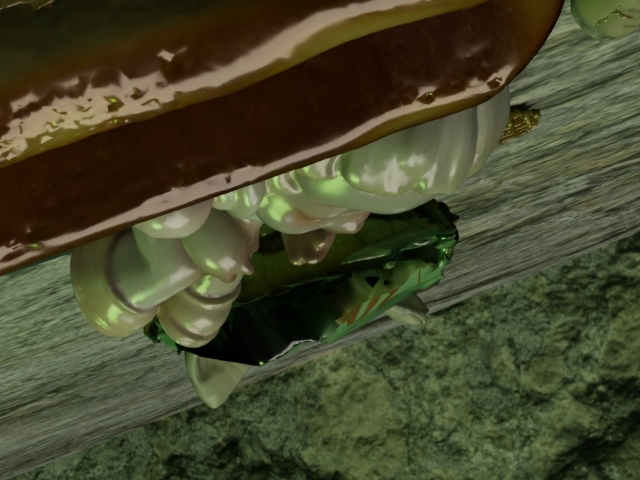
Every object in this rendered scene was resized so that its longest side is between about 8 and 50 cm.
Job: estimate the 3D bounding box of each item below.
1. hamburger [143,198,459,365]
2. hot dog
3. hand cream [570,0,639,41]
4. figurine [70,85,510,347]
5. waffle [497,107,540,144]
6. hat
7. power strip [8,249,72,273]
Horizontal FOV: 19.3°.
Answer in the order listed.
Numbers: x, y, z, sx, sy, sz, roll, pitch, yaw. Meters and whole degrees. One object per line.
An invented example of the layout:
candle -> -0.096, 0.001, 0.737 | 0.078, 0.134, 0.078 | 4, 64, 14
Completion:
hamburger -> 0.002, 0.001, 1.246 | 0.214, 0.125, 0.235 | -23, 178, -28
hot dog -> -0.070, -0.063, 0.587 | 0.337, 0.100, 0.135 | -20, 156, 3
hand cream -> 0.185, -0.149, 0.979 | 0.061, 0.039, 0.143 | -13, 165, -33
figurine -> -0.009, -0.056, 0.810 | 0.182, 0.144, 0.256 | 14, 153, -40
waffle -> 0.116, -0.077, 1.383 | 0.085, 0.016, 0.078 | -27, 166, 40
hat -> -0.015, 0.027, 1.587 | 0.219, 0.164, 0.226 | -23, -149, 22
power strip -> -0.143, -0.021, 0.991 | 0.216, 0.044, 0.137 | -20, 173, 1
